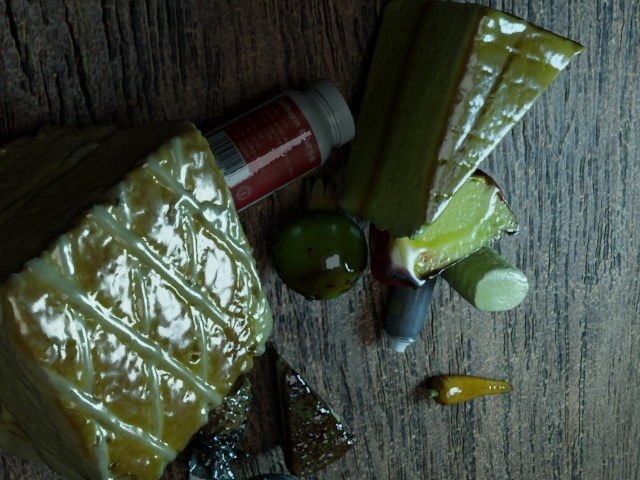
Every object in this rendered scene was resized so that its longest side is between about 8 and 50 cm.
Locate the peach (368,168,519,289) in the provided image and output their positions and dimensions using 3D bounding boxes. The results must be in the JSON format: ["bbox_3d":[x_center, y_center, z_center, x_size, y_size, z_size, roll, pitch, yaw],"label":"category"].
[{"bbox_3d":[0.164,-0.031,1.380,0.267,0.154,0.158,-30,105,-18],"label":"peach"}]

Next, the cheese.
[{"bbox_3d":[0.285,0.057,1.549,0.123,0.167,0.094,8,113,-30],"label":"cheese"}]

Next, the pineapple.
[{"bbox_3d":[-0.179,0.330,1.456,0.119,0.111,0.237,6,119,0],"label":"pineapple"}]

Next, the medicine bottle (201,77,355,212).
[{"bbox_3d":[-0.080,-0.139,1.262,0.250,0.131,0.131,-30,125,-15],"label":"medicine bottle"}]

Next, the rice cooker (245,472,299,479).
[{"bbox_3d":[-0.051,0.577,1.543,0.317,0.317,0.264,38,47,-37],"label":"rice cooker"}]

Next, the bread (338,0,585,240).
[{"bbox_3d":[0.195,-0.173,1.315,0.245,0.233,0.361,12,98,-36],"label":"bread"}]

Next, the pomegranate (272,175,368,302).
[{"bbox_3d":[0.000,0.000,1.375,0.159,0.159,0.205,10,78,-33],"label":"pomegranate"}]

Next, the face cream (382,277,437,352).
[{"bbox_3d":[0.174,0.075,1.550,0.073,0.073,0.283,2,112,-31],"label":"face cream"}]

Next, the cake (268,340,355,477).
[{"bbox_3d":[-0.057,0.312,1.509,0.135,0.112,0.246,-40,127,-4],"label":"cake"}]

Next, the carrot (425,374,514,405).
[{"bbox_3d":[0.322,0.306,1.764,0.257,0.061,0.061,3,111,-35],"label":"carrot"}]

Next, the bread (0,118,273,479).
[{"bbox_3d":[-0.289,0.076,1.091,0.371,0.279,0.390,-49,133,-36],"label":"bread"}]
